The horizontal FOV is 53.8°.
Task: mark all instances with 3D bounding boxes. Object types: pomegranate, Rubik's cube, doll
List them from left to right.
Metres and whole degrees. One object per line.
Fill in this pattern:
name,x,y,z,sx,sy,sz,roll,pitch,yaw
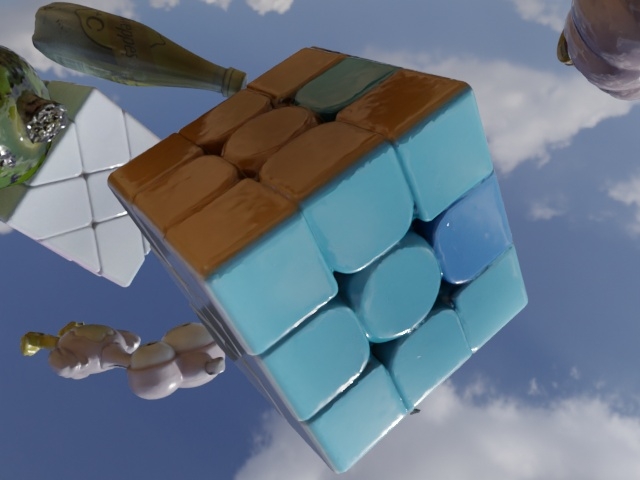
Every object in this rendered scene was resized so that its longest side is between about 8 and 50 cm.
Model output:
pomegranate,-0.513,-0.188,0.945,0.271,0.254,0.254,6,-144,14
Rubik's cube,-0.531,-0.131,1.382,0.316,0.319,0.321,16,-107,41
doll,-0.289,0.175,0.958,0.365,0.094,0.160,-2,-175,30
Rubik's cube,0.000,0.000,0.681,0.292,0.290,0.291,-36,-145,-15

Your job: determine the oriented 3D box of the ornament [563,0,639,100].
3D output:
ornament,0.375,-0.259,0.733,0.178,0.177,0.177,-4,-146,3

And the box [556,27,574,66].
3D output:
box,0.470,-0.363,1.132,0.037,0.105,0.105,16,-148,-14

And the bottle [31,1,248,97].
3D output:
bottle,-0.225,-0.236,0.809,0.270,0.083,0.083,15,-144,-1
